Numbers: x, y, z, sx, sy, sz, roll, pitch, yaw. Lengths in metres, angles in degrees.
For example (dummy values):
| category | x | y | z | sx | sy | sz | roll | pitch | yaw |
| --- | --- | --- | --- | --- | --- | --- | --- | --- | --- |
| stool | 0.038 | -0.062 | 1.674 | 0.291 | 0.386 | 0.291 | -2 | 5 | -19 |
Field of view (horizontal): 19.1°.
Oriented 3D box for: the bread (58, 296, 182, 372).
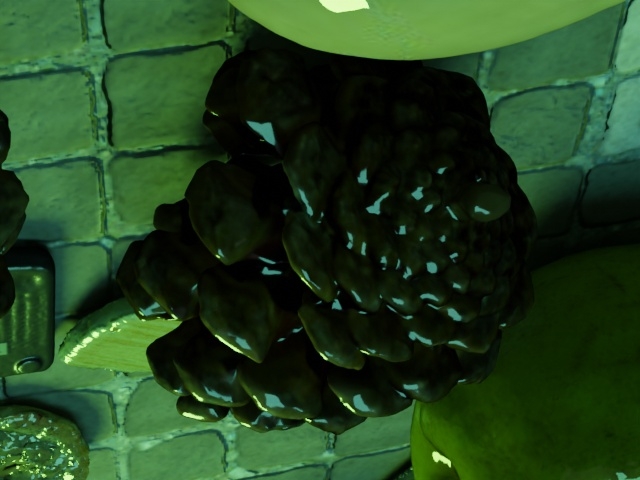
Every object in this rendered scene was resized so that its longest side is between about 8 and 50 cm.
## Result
| category | x | y | z | sx | sy | sz | roll | pitch | yaw |
| --- | --- | --- | --- | --- | --- | --- | --- | --- | --- |
| bread | -0.075 | 0.057 | 1.322 | 0.193 | 0.036 | 0.112 | 6 | 147 | -26 |

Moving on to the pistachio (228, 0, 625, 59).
| category | x | y | z | sx | sy | sz | roll | pitch | yaw |
| --- | --- | --- | --- | --- | --- | --- | --- | --- | --- |
| pistachio | 0.082 | -0.215 | 0.895 | 0.321 | 0.229 | 0.238 | -22 | 102 | 27 |

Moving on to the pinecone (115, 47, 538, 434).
| category | x | y | z | sx | sy | sz | roll | pitch | yaw |
| --- | --- | --- | --- | --- | --- | --- | --- | --- | --- |
| pinecone | 0.000 | 0.000 | 1.137 | 0.244 | 0.244 | 0.309 | 15 | 150 | -36 |

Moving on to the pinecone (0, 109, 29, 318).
| category | x | y | z | sx | sy | sz | roll | pitch | yaw |
| --- | --- | --- | --- | --- | --- | --- | --- | --- | --- |
| pinecone | -0.292 | -0.010 | 1.009 | 0.257 | 0.243 | 0.243 | -18 | 148 | 36 |

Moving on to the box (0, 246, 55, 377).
| category | x | y | z | sx | sy | sz | roll | pitch | yaw |
| --- | --- | --- | --- | --- | --- | --- | --- | --- | --- |
| box | -0.239 | 0.053 | 1.268 | 0.126 | 0.027 | 0.125 | -7 | 142 | -14 |

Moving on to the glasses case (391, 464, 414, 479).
| category | x | y | z | sx | sy | sz | roll | pitch | yaw |
| --- | --- | --- | --- | --- | --- | --- | --- | --- | --- |
| glasses case | 0.088 | 0.244 | 1.605 | 0.109 | 0.067 | 0.282 | 21 | 132 | -33 |

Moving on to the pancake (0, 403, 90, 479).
| category | x | y | z | sx | sy | sz | roll | pitch | yaw |
| --- | --- | --- | --- | --- | --- | --- | --- | --- | --- |
| pancake | -0.247 | 0.171 | 1.416 | 0.158 | 0.028 | 0.158 | -9 | 140 | -8 |

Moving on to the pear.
| category | x | y | z | sx | sy | sz | roll | pitch | yaw |
| --- | --- | --- | --- | --- | --- | --- | --- | --- | --- |
| pear | 0.219 | 0.125 | 1.365 | 0.307 | 0.253 | 0.253 | -12 | 143 | -20 |
